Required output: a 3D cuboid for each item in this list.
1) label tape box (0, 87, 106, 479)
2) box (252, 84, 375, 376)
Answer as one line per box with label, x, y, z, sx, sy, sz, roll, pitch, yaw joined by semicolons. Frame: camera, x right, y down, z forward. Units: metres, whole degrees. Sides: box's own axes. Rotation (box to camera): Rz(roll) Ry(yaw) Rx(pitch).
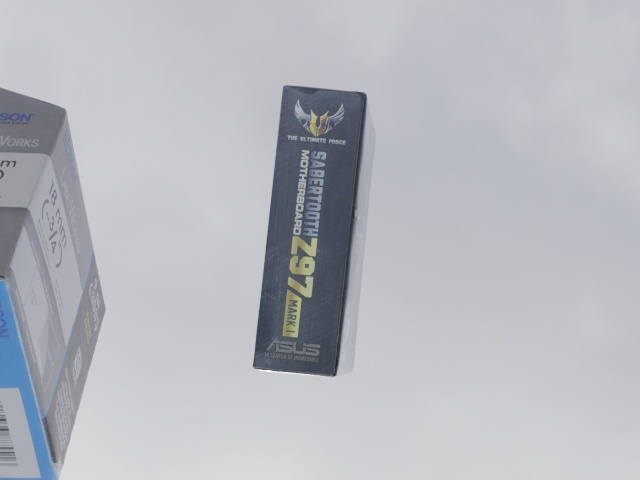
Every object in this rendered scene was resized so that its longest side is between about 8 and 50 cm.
label tape box;-0.263;0.010;1.614;0.106;0.334;0.241;0;-49;7
box;0.000;0.000;1.264;0.059;0.233;0.183;5;-94;3
